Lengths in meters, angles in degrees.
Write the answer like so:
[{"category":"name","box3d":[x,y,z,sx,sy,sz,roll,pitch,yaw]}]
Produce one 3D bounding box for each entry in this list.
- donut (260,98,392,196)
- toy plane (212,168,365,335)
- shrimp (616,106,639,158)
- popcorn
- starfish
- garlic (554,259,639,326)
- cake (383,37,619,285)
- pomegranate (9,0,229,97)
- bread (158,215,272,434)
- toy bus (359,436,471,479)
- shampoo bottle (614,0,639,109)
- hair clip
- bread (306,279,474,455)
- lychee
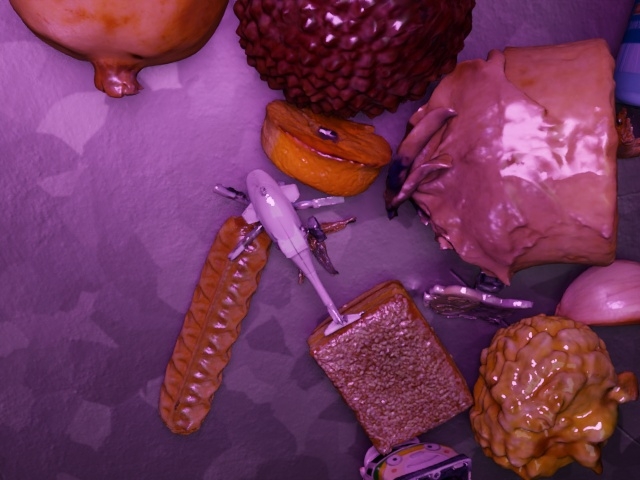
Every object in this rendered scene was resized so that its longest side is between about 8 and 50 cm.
[{"category":"donut","box3d":[0.002,-0.127,1.069,0.190,0.174,0.075,19,120,-8]},{"category":"toy plane","box3d":[-0.036,0.025,1.064,0.182,0.107,0.273,-13,106,-6]},{"category":"shrimp","box3d":[0.489,-0.164,1.167,0.095,0.162,0.045,-2,71,23]},{"category":"popcorn","box3d":[0.360,0.248,1.209,0.270,0.224,0.258,-30,110,15]},{"category":"starfish","box3d":[-0.003,-0.001,1.172,0.130,0.041,0.133,-38,132,-16]},{"category":"garlic","box3d":[0.487,0.090,1.260,0.206,0.128,0.115,-7,83,-1]},{"category":"cake","box3d":[0.246,-0.111,1.067,0.321,0.332,0.332,-2,108,17]},{"category":"pomegranate","box3d":[-0.227,-0.343,0.901,0.307,0.307,0.307,-3,106,-10]},{"category":"bread","box3d":[-0.164,0.130,1.159,0.077,0.084,0.368,4,111,-54]},{"category":"toy bus","box3d":[0.159,0.476,1.262,0.143,0.179,0.305,-13,109,-22]},{"category":"shampoo bottle","box3d":[0.607,-0.318,1.041,0.331,0.331,0.343,11,104,-13]},{"category":"hair clip","box3d":[0.240,0.089,1.183,0.146,0.187,0.056,12,62,-4]},{"category":"bread","box3d":[0.111,0.199,1.215,0.184,0.110,0.234,-32,107,3]},{"category":"lychee","box3d":[0.043,-0.313,0.960,0.330,0.306,0.306,-33,111,25]}]
